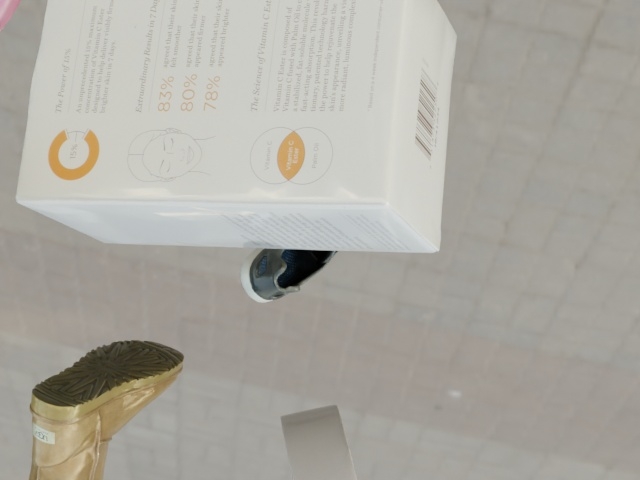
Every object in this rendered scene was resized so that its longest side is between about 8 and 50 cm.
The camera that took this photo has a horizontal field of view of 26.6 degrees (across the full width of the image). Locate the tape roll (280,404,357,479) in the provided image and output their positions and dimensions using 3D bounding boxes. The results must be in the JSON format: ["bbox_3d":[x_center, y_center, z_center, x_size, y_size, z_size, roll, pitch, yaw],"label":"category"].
[{"bbox_3d":[0.010,0.306,1.593,0.072,0.219,0.219,-13,151,-3],"label":"tape roll"}]

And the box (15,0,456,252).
[{"bbox_3d":[-0.070,-0.113,1.211,0.345,0.215,0.168,2,167,20],"label":"box"}]

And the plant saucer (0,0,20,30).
[{"bbox_3d":[-0.425,-0.362,1.472,0.332,0.332,0.084,-6,-171,30],"label":"plant saucer"}]

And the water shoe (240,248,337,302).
[{"bbox_3d":[0.000,0.000,1.471,0.080,0.203,0.073,-6,123,48],"label":"water shoe"}]

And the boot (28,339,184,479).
[{"bbox_3d":[-0.268,0.265,1.572,0.089,0.236,0.269,25,116,31],"label":"boot"}]
